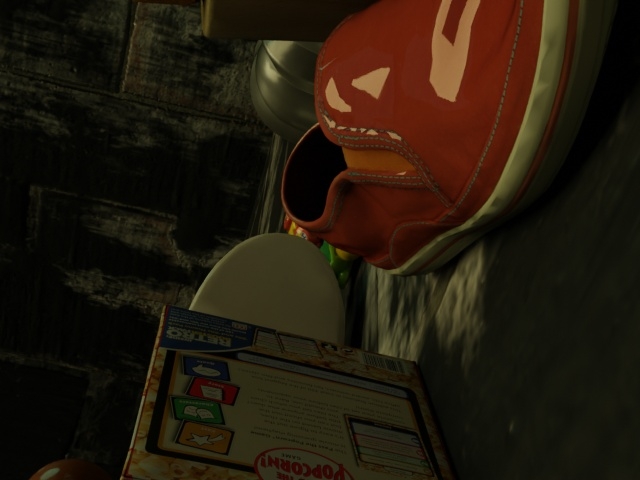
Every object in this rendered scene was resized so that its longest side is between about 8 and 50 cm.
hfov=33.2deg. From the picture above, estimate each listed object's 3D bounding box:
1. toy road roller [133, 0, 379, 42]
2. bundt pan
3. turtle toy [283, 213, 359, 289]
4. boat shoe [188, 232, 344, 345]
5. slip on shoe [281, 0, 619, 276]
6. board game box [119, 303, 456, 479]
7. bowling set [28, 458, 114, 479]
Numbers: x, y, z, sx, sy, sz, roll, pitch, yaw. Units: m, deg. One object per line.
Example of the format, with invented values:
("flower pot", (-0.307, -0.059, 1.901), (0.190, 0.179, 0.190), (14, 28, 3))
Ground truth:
("toy road roller", (0.017, -0.253, 0.489), (0.329, 0.202, 0.241), (121, 149, -72))
("bundt pan", (0.016, -0.236, 0.992), (0.331, 0.124, 0.331), (-167, 90, -83))
("turtle toy", (0.000, 0.000, 0.905), (0.095, 0.066, 0.130), (120, 162, -69))
("boat shoe", (-0.058, 0.173, 0.815), (0.158, 0.127, 0.341), (102, 179, -61))
("slip on shoe", (0.049, -0.068, 0.489), (0.331, 0.101, 0.123), (123, 160, -68))
("board game box", (-0.016, 0.097, 0.509), (0.193, 0.146, 0.045), (-98, 23, -74))
("bowling set", (-0.066, 0.185, 0.598), (0.287, 0.199, 0.154), (-80, 5, -59))
